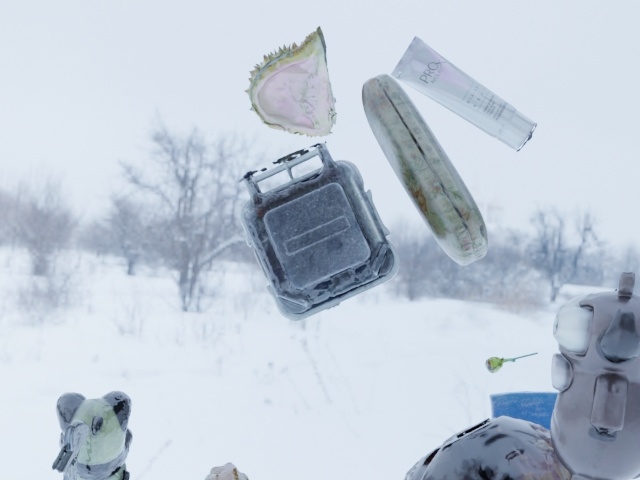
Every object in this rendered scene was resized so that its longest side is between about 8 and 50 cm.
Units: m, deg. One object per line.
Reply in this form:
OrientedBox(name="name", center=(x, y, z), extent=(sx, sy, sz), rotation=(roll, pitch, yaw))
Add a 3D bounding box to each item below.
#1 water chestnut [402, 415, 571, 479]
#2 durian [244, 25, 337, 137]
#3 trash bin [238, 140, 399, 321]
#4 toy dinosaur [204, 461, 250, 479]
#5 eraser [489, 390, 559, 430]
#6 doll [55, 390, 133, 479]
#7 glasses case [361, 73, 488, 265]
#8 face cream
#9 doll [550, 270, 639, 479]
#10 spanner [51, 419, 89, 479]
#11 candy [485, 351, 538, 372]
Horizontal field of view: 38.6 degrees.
OrientedBox(name="water chestnut", center=(0.242, 0.377, 1.254), extent=(0.289, 0.244, 0.289), rotation=(-31, -11, -7))
OrientedBox(name="durian", center=(-0.088, -0.371, 2.211), extent=(0.195, 0.185, 0.305), rotation=(-27, -33, -18))
OrientedBox(name="trash bin", center=(0.000, 0.000, 1.835), extent=(0.256, 0.296, 0.368), rotation=(-26, -11, 1))
OrientedBox(name="toy dinosaur", center=(-0.114, 0.368, 1.158), extent=(0.092, 0.205, 0.393), rotation=(1, -31, -5))
OrientedBox(name="eraser", center=(0.352, 0.402, 1.486), extent=(0.144, 0.312, 0.042), rotation=(-3, -4, 12))
OrientedBox(name="doll", center=(-0.432, 0.390, 1.756), extent=(0.143, 0.234, 0.135), rotation=(-2, 36, -13))
OrientedBox(name="glasses case", center=(0.188, -0.138, 1.698), extent=(0.098, 0.425, 0.156), rotation=(-25, -32, -2))
OrientedBox(name="face cream", center=(0.234, -0.233, 1.477), extent=(0.243, 0.092, 0.058), rotation=(33, -26, -2))
OrientedBox(name="doll", center=(0.312, 0.160, 0.998), extent=(0.117, 0.257, 0.182), rotation=(2, 8, 16))
OrientedBox(name="spanner", center=(-0.441, 0.433, 1.621), extent=(0.026, 0.325, 0.093), rotation=(20, 40, 10))
OrientedBox(name="candy", center=(0.432, 0.270, 2.063), extent=(0.123, 0.035, 0.035), rotation=(-14, -27, -1))
